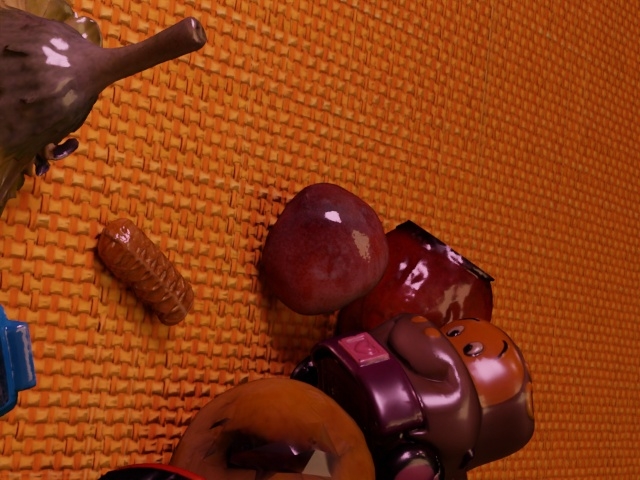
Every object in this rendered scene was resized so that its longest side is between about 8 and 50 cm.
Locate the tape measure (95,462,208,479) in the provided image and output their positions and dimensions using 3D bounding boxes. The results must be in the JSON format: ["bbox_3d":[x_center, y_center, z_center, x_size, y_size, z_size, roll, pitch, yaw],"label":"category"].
[{"bbox_3d":[-0.146,0.341,1.614,0.114,0.253,0.260,-47,138,-54],"label":"tape measure"}]

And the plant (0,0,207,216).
[{"bbox_3d":[-0.248,-0.133,1.460,0.261,0.297,0.306,99,-11,-69],"label":"plant"}]

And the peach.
[{"bbox_3d":[0.000,0.000,1.951,0.152,0.152,0.152,-10,102,-59],"label":"peach"}]

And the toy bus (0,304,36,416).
[{"bbox_3d":[-0.354,0.121,1.350,0.246,0.134,0.113,-28,117,-54],"label":"toy bus"}]

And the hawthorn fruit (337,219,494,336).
[{"bbox_3d":[0.113,0.101,2.101,0.251,0.189,0.189,-61,142,-26],"label":"hawthorn fruit"}]

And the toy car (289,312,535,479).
[{"bbox_3d":[0.120,0.244,1.963,0.240,0.271,0.340,-13,119,-21],"label":"toy car"}]

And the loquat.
[{"bbox_3d":[-0.054,0.265,1.786,0.235,0.235,0.235,-10,102,-59],"label":"loquat"}]

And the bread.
[{"bbox_3d":[-0.180,0.033,1.726,0.157,0.044,0.052,53,55,-47],"label":"bread"}]
